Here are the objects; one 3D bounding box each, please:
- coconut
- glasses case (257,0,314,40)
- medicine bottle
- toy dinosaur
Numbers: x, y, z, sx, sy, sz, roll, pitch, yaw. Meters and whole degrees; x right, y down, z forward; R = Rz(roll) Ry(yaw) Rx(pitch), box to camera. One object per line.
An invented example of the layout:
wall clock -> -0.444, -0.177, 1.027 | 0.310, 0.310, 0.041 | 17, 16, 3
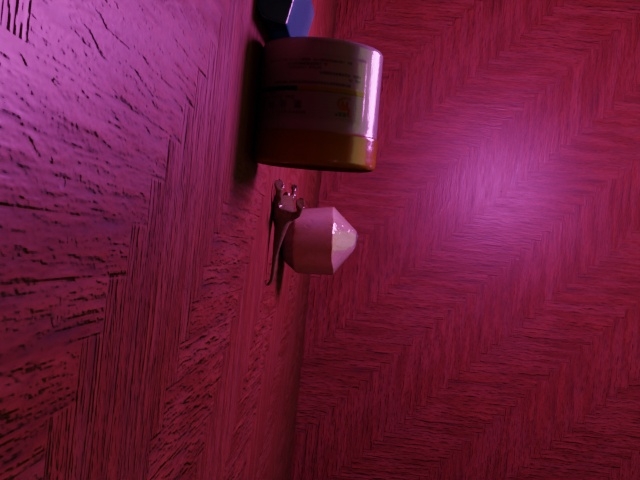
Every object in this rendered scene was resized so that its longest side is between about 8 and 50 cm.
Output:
coconut -> 0.000, 0.000, 2.141 | 0.202, 0.222, 0.202 | 0, 90, -84
glasses case -> -0.065, -0.444, 1.419 | 0.301, 0.070, 0.117 | 1, 107, -86
medicine bottle -> -0.005, -0.254, 1.400 | 0.238, 0.237, 0.232 | -42, 136, -86
toy dinosaur -> -0.090, -0.042, 1.815 | 0.200, 0.072, 0.251 | 110, -20, -56
